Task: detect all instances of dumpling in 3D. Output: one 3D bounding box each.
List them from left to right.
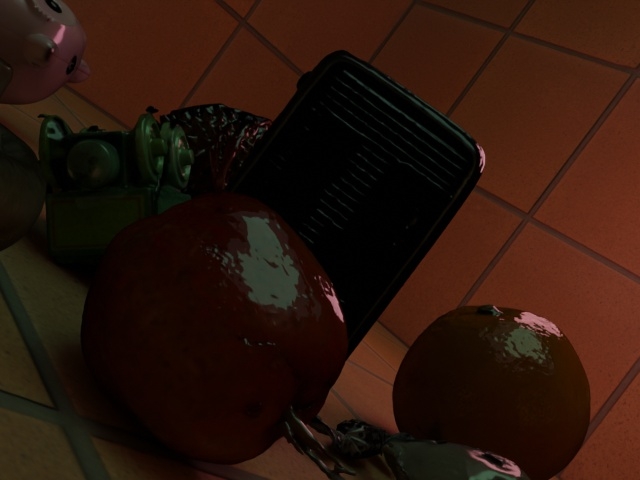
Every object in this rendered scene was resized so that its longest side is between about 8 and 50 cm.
[{"bbox_3d":[0.170,0.317,0.907,0.247,0.142,0.173,29,-39,47],"label":"dumpling"}]

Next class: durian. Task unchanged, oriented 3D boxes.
[{"bbox_3d":[-0.208,-0.135,1.693,0.384,0.348,0.347,33,1,16],"label":"durian"}]

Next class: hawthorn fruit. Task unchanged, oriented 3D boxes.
[{"bbox_3d":[-0.072,0.092,0.650,0.299,0.211,0.211,48,8,29],"label":"hawthorn fruit"}]

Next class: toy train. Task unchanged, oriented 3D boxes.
[{"bbox_3d":[-0.247,-0.061,0.987,0.159,0.188,0.271,-3,2,3],"label":"toy train"}]

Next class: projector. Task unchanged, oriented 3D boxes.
[{"bbox_3d":[0.000,0.000,1.011,0.242,0.395,0.405,38,2,6],"label":"projector"}]

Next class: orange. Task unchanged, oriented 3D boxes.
[{"bbox_3d":[0.266,0.247,1.246,0.312,0.312,0.312,37,2,-2],"label":"orange"}]

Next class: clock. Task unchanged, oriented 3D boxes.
[{"bbox_3d":[-0.617,-0.384,1.396,0.376,0.251,0.368,30,2,-3],"label":"clock"}]

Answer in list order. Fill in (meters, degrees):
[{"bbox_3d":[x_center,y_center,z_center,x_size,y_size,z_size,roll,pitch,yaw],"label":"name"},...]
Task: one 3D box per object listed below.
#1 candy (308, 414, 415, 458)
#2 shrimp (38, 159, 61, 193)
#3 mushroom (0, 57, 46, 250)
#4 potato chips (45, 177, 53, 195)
[{"bbox_3d":[0.050,0.256,1.009,0.094,0.051,0.226,11,-12,31],"label":"candy"},{"bbox_3d":[-0.360,-0.063,1.183,0.236,0.053,0.133,30,37,12],"label":"shrimp"},{"bbox_3d":[-0.319,-0.084,0.630,0.226,0.178,0.226,40,-7,6],"label":"mushroom"},{"bbox_3d":[-0.422,-0.104,0.942,0.208,0.062,0.195,35,-1,-28],"label":"potato chips"}]
